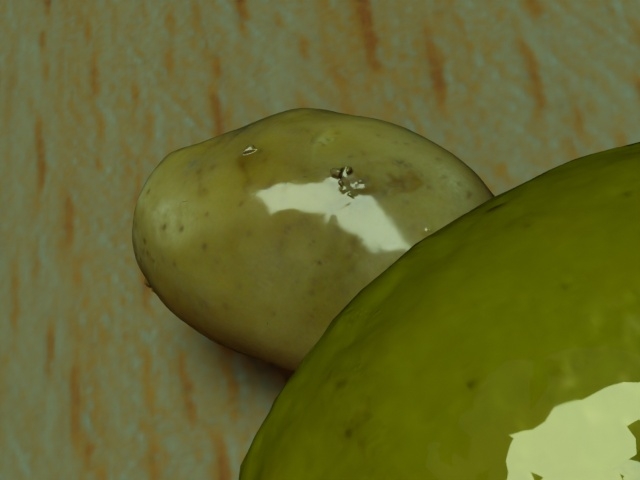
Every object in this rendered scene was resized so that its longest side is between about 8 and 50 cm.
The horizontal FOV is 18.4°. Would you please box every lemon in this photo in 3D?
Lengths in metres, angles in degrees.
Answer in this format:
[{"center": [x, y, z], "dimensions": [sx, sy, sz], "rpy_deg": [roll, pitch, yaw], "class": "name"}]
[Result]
[{"center": [0.115, 0.097, 0.609], "dimensions": [0.310, 0.258, 0.258], "rpy_deg": [-33, 43, -10], "class": "lemon"}]

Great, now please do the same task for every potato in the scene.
[{"center": [0.000, 0.000, 0.869], "dimensions": [0.178, 0.109, 0.118], "rpy_deg": [15, 38, 32], "class": "potato"}]
